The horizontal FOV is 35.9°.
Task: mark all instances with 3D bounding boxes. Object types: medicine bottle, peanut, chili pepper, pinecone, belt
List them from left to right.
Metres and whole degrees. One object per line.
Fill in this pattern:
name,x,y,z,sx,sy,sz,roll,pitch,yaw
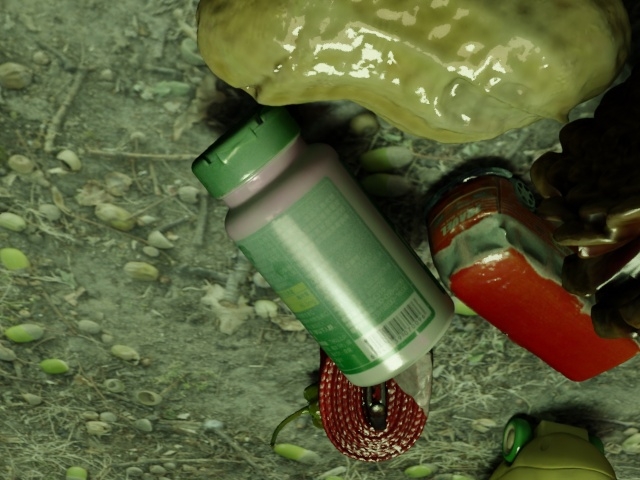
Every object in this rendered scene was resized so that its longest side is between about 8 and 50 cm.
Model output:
medicine bottle,0.000,0.000,0.950,0.133,0.133,0.274,-31,104,33
chili pepper,0.034,0.202,1.249,0.204,0.073,0.072,-4,119,-4
belt,0.061,0.142,1.137,0.128,0.124,0.201,2,121,0
peanut,0.076,-0.177,0.789,0.340,0.158,0.174,17,135,-2
pinecone,0.376,-0.017,0.742,0.384,0.384,0.384,4,137,3

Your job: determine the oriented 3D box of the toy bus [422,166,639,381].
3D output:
toy bus,0.221,0.041,1.018,0.265,0.120,0.121,35,128,-28

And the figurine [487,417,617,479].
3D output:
figurine,0.284,0.374,1.288,0.124,0.222,0.324,12,136,-9
